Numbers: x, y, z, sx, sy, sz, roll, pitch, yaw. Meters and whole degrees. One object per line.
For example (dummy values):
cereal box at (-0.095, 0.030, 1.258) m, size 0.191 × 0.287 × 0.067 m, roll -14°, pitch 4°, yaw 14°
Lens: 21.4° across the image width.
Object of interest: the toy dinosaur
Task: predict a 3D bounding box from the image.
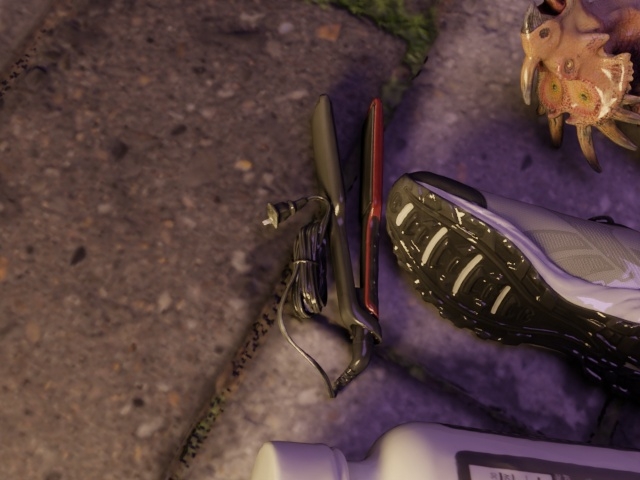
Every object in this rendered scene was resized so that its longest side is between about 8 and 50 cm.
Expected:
toy dinosaur at (0.274, -0.106, 1.289) m, size 0.295 × 0.127 × 0.200 m, roll 40°, pitch 70°, yaw -8°

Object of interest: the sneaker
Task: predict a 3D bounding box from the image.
sneaker at (0.171, 0.022, 1.224) m, size 0.271 × 0.100 × 0.108 m, roll 27°, pitch 49°, yaw -5°

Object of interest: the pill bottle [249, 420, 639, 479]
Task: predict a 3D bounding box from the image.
pill bottle at (0.113, 0.208, 1.071) m, size 0.318 × 0.176 × 0.176 m, roll 8°, pitch 65°, yaw -10°

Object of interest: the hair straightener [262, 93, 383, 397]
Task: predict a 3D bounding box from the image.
hair straightener at (0.000, 0.000, 1.218) m, size 0.089 × 0.047 × 0.230 m, roll 6°, pitch 69°, yaw -11°
